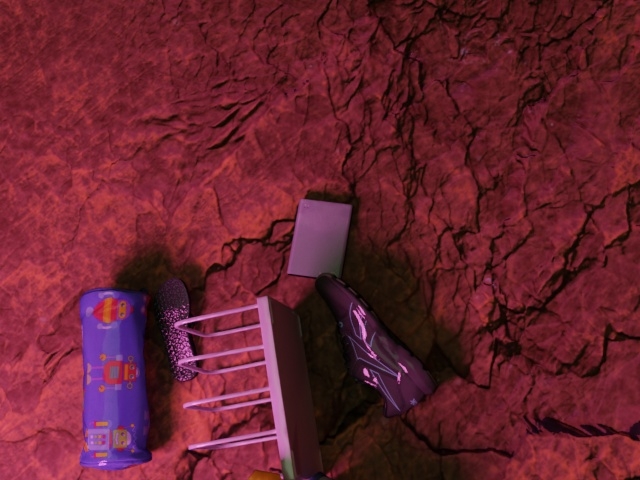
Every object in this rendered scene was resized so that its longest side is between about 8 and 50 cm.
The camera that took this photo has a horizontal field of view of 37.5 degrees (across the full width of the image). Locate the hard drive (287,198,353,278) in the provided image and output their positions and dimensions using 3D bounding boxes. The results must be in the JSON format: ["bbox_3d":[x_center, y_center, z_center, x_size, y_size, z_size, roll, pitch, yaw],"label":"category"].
[{"bbox_3d":[0.000,0.000,1.622,0.094,0.022,0.135,7,79,11],"label":"hard drive"}]

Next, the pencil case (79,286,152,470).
[{"bbox_3d":[-0.343,0.227,1.577,0.119,0.133,0.306,1,77,-17],"label":"pencil case"}]

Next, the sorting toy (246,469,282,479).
[{"bbox_3d":[-0.036,0.463,1.331,0.229,0.041,0.307,-23,82,-12],"label":"sorting toy"}]

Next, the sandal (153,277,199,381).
[{"bbox_3d":[-0.245,0.153,1.624,0.067,0.040,0.179,-9,90,13],"label":"sandal"}]

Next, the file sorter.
[{"bbox_3d":[-0.117,0.251,1.499,0.173,0.193,0.277,-11,76,10],"label":"file sorter"}]

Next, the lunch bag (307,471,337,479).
[{"bbox_3d":[-0.026,0.467,1.443,0.090,0.176,0.219,31,82,19],"label":"lunch bag"}]

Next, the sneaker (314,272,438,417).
[{"bbox_3d":[0.069,0.167,1.531,0.106,0.101,0.267,-42,76,3],"label":"sneaker"}]
